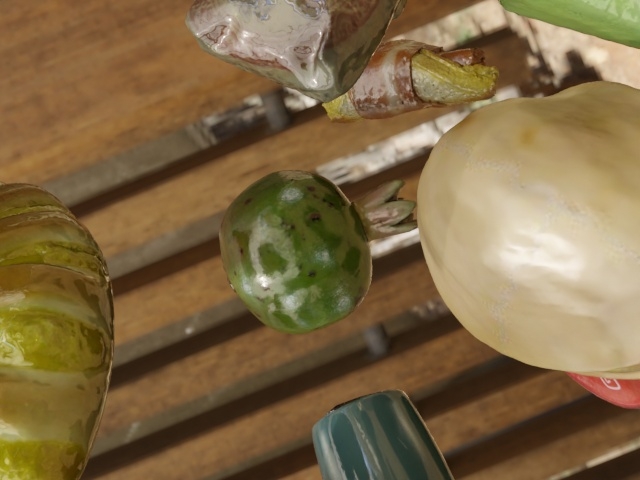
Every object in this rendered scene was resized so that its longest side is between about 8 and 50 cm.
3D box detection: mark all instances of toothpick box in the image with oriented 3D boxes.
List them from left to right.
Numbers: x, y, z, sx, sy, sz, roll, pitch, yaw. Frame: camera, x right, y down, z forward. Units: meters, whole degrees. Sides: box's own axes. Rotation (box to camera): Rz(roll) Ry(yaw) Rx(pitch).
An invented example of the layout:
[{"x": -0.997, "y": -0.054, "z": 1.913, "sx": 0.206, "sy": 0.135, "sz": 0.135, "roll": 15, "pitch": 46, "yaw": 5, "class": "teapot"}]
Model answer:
[{"x": 0.067, "y": 0.232, "z": 1.123, "sx": 0.120, "sy": 0.120, "sz": 0.184, "roll": 66, "pitch": -179, "yaw": -71, "class": "toothpick box"}]

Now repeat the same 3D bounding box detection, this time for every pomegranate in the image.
[{"x": 0.000, "y": 0.000, "z": 1.357, "sx": 0.187, "sy": 0.225, "sz": 0.187, "roll": 62, "pitch": 171, "yaw": 18, "class": "pomegranate"}]

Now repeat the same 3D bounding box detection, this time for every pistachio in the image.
[{"x": 0.219, "y": -0.010, "z": 1.004, "sx": 0.229, "sy": 0.321, "sz": 0.238, "roll": 14, "pitch": -92, "yaw": -51, "class": "pistachio"}]

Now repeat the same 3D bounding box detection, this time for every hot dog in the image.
[{"x": 0.102, "y": -0.200, "z": 1.492, "sx": 0.123, "sy": 0.262, "sz": 0.093, "roll": -19, "pitch": -80, "yaw": -58, "class": "hot dog"}]

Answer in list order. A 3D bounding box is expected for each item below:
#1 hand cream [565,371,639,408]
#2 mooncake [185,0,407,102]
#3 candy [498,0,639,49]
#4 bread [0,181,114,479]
[{"x": 0.320, "y": 0.073, "z": 1.318, "sx": 0.193, "sy": 0.125, "sz": 0.193, "roll": 41, "pitch": 161, "yaw": 18, "class": "hand cream"}, {"x": -0.011, "y": -0.161, "z": 0.793, "sx": 0.125, "sy": 0.130, "sz": 0.073, "roll": 18, "pitch": 162, "yaw": 27, "class": "mooncake"}, {"x": 0.308, "y": -0.213, "z": 1.046, "sx": 0.142, "sy": 0.344, "sz": 0.132, "roll": 127, "pitch": 161, "yaw": -77, "class": "candy"}, {"x": -0.287, "y": 0.091, "z": 0.927, "sx": 0.160, "sy": 0.333, "sz": 0.333, "roll": 20, "pitch": -145, "yaw": -37, "class": "bread"}]
